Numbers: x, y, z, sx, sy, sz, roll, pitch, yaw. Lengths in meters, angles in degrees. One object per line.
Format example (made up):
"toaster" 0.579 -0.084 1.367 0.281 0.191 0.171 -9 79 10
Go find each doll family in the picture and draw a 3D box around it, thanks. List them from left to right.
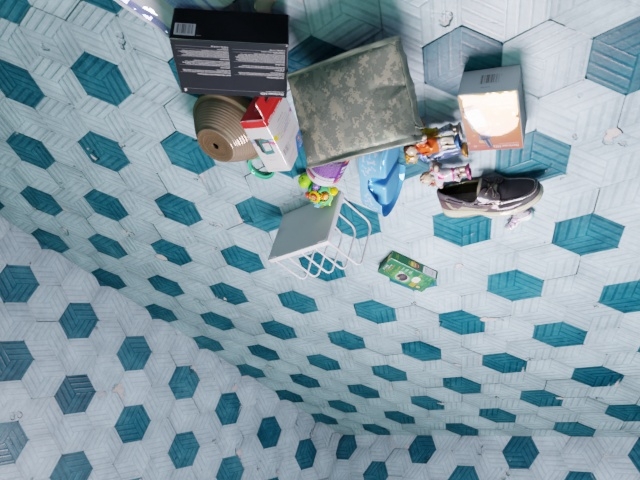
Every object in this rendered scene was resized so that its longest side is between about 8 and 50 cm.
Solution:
"doll family" 0.291 -0.237 1.427 0.163 0.118 0.263 -5 157 23

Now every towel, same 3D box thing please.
"towel" -0.303 -0.552 1.199 0.285 0.034 0.209 -19 150 35

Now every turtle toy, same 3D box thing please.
"turtle toy" -0.015 -0.154 1.697 0.130 0.066 0.095 48 134 3

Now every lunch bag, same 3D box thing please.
"lunch bag" 0.094 -0.313 1.272 0.287 0.169 0.235 -7 100 36

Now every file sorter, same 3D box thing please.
"file sorter" 0.000 0.000 1.813 0.277 0.193 0.173 -18 134 42

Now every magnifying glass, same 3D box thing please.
"magnifying glass" -0.173 -0.265 1.674 0.092 0.026 0.231 19 145 1

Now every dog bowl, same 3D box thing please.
"dog bowl" 0.165 -0.195 1.489 0.074 0.166 0.297 19 148 21

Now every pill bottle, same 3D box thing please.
"pill bottle" 0.034 -0.244 1.523 0.108 0.108 0.193 23 146 -4

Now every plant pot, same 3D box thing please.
"plant pot" -0.273 -0.303 1.574 0.237 0.110 0.237 18 144 13

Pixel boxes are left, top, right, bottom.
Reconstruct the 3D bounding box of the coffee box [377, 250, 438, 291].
"coffee box" 0.306 0.110 1.941 0.184 0.040 0.113 24 145 -7

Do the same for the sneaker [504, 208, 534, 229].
"sneaker" 0.549 -0.072 1.571 0.069 0.038 0.098 34 134 -18

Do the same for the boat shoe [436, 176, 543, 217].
"boat shoe" 0.446 -0.126 1.489 0.285 0.103 0.092 -4 144 40

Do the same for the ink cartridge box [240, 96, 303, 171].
"ink cartridge box" -0.134 -0.313 1.488 0.078 0.134 0.231 1 141 27

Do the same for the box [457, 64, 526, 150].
"box" 0.400 -0.301 1.274 0.130 0.091 0.170 0 141 27

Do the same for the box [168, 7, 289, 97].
"box" -0.206 -0.436 1.299 0.261 0.103 0.184 2 153 -4

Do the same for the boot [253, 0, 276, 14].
"boot" -0.111 -0.546 1.234 0.087 0.042 0.118 -8 138 32
